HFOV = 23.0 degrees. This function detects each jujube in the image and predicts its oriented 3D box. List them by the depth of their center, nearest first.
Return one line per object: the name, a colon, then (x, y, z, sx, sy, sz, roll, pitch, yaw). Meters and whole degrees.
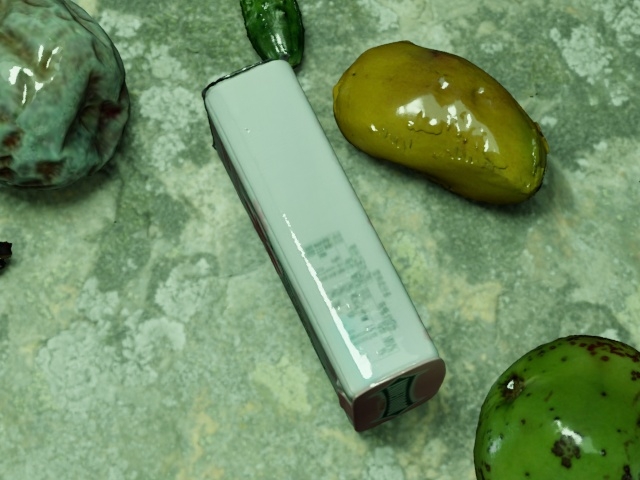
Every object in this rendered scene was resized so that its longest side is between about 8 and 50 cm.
jujube: (-0.354, -0.187, 1.671, 0.317, 0.226, 0.226, 28, 74, 15)

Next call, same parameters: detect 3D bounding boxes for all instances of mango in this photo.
mango: (0.130, -0.122, 1.673, 0.248, 0.151, 0.156, 33, 41, 15)

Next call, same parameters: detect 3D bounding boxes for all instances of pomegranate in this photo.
pomegranate: (0.274, 0.212, 1.550, 0.248, 0.214, 0.214, 35, 72, -23)

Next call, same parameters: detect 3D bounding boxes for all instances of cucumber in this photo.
cucumber: (-0.066, -0.290, 1.782, 0.069, 0.069, 0.227, -14, 68, -4)

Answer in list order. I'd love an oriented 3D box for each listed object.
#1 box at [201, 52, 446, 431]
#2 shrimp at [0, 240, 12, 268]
box: (0.000, 0.000, 1.616, 0.112, 0.190, 0.370, -23, 73, -7)
shrimp: (-0.448, 0.097, 1.658, 0.290, 0.054, 0.222, -22, 71, -3)
